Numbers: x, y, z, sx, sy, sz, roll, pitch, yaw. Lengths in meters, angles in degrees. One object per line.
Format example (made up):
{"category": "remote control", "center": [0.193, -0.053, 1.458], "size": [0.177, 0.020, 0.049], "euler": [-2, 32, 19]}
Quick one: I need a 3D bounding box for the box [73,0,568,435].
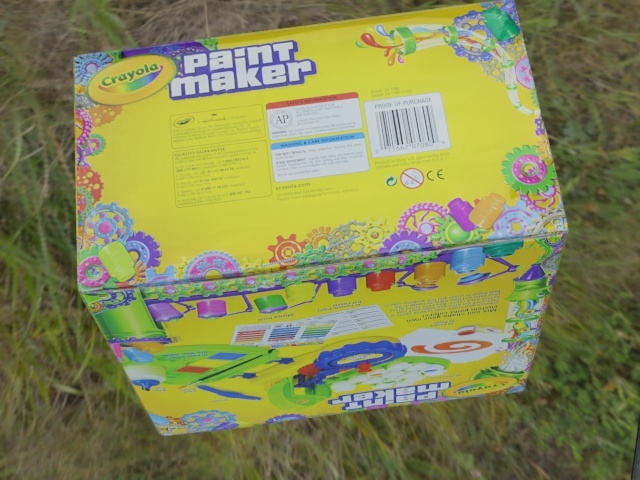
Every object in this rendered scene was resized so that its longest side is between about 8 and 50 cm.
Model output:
{"category": "box", "center": [0.000, 0.000, 0.852], "size": [0.289, 0.279, 0.177], "euler": [-7, 63, -1]}

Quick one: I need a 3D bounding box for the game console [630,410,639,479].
{"category": "game console", "center": [0.302, 0.141, 0.905], "size": [0.107, 0.071, 0.122], "euler": [18, 124, 30]}
